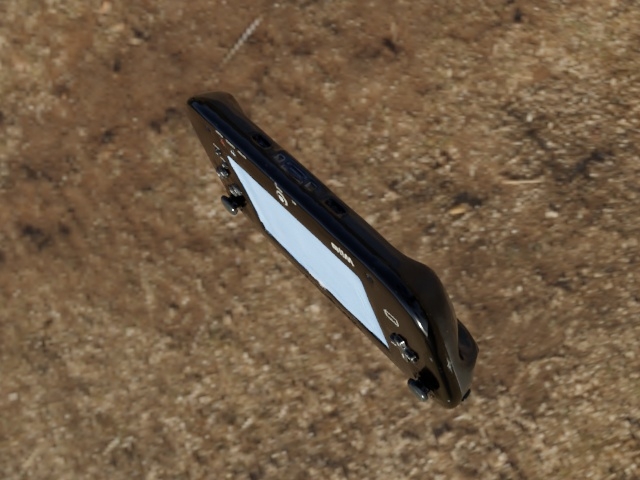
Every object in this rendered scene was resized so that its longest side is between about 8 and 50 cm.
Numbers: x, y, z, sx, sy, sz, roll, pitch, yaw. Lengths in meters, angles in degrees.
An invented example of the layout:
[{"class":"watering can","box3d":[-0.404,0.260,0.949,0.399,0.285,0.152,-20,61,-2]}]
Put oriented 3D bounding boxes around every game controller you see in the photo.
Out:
[{"class":"game controller","box3d":[0.000,0.000,0.864,0.067,0.166,0.319,-44,52,-5]}]
